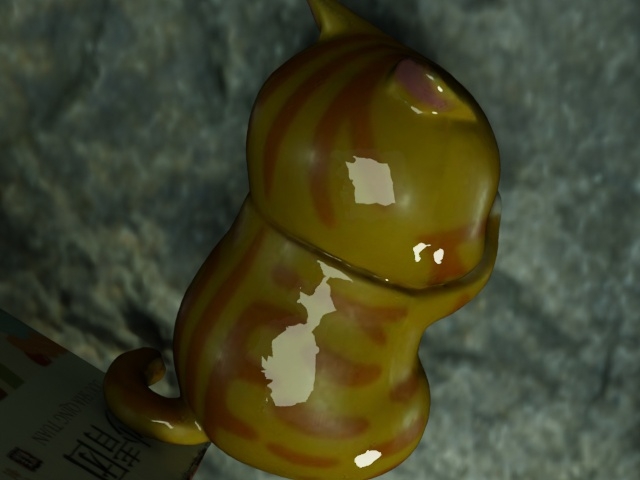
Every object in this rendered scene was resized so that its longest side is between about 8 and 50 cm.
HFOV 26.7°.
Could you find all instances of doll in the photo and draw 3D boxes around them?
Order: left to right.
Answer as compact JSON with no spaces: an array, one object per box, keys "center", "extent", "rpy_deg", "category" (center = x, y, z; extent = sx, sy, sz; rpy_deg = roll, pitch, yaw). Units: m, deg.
[{"center":[0.008,0.011,0.778],"extent":[0.162,0.166,0.270],"rpy_deg":[10,110,-45],"category":"doll"}]

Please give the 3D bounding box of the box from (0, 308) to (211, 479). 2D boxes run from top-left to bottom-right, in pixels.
[{"center":[-0.273,0.096,0.709],"extent":[0.385,0.344,0.122],"rpy_deg":[31,99,0],"category":"box"}]
